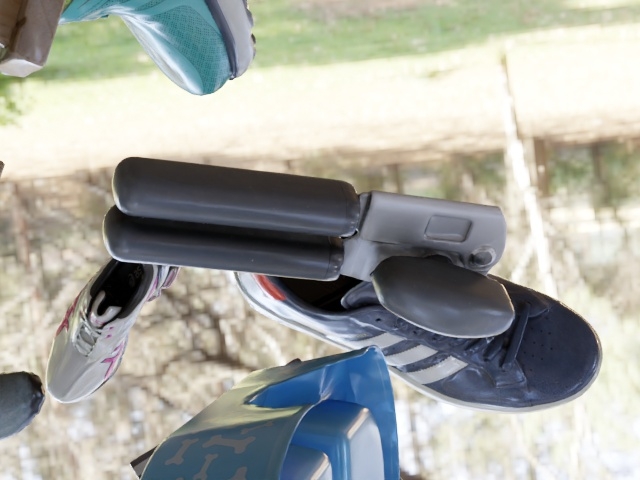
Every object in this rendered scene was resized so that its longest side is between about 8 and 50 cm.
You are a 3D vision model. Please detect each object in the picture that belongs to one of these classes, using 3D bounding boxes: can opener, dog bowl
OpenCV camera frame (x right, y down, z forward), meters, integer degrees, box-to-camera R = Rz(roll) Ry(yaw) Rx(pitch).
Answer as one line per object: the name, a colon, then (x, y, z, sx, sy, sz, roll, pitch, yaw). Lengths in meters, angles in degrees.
can opener: (0.000, 0.000, 0.845, 0.280, 0.074, 0.093, 9, -147, -15)
dog bowl: (-0.020, 0.150, 0.656, 0.074, 0.166, 0.297, -1, -173, 13)

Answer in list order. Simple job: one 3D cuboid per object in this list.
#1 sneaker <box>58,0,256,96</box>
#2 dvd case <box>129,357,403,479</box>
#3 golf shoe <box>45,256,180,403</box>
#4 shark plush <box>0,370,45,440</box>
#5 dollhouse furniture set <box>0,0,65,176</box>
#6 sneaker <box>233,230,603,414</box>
sneaker: (-0.130, -0.135, 0.554, 0.107, 0.110, 0.275, 31, 176, 39)
dvd case: (-0.037, 0.190, 0.973, 0.164, 0.018, 0.221, -31, -144, -11)
golf shoe: (-0.202, 0.070, 1.166, 0.067, 0.186, 0.086, 34, -170, 9)
shark plush: (-0.146, 0.046, 0.307, 0.161, 0.067, 0.073, -40, -134, -11)
dollhouse furniture set: (-0.243, -0.137, 0.451, 0.303, 0.356, 0.174, 19, 175, -19)
sneaker: (0.087, 0.054, 1.137, 0.350, 0.131, 0.148, 16, 160, 4)
